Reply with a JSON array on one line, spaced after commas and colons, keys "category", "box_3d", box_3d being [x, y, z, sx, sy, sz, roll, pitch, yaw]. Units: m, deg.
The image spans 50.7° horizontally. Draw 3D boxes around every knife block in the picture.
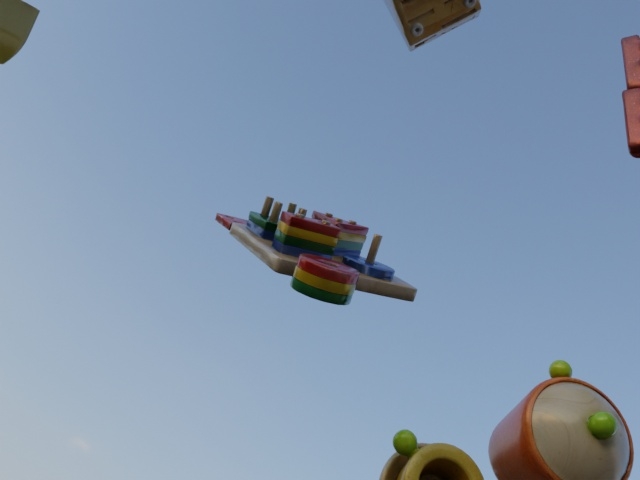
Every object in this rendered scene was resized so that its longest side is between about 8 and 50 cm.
[{"category": "knife block", "box_3d": [0.063, -0.380, 0.739, 0.088, 0.242, 0.276, -26, -50, 6]}]

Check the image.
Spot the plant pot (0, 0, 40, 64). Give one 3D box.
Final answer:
[{"category": "plant pot", "box_3d": [-0.419, -0.269, 0.843, 0.081, 0.083, 0.081, 17, 0, 27]}]

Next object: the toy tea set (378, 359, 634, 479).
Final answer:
[{"category": "toy tea set", "box_3d": [0.201, 0.254, 0.489, 0.336, 0.200, 0.124, 57, -29, 19]}]

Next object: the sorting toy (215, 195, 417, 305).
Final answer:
[{"category": "sorting toy", "box_3d": [0.000, 0.000, 0.602, 0.132, 0.046, 0.274, 14, 7, -26]}]

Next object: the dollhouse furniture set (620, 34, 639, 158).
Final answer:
[{"category": "dollhouse furniture set", "box_3d": [0.493, -0.105, 0.623, 0.374, 0.152, 0.201, -4, -34, 31]}]
